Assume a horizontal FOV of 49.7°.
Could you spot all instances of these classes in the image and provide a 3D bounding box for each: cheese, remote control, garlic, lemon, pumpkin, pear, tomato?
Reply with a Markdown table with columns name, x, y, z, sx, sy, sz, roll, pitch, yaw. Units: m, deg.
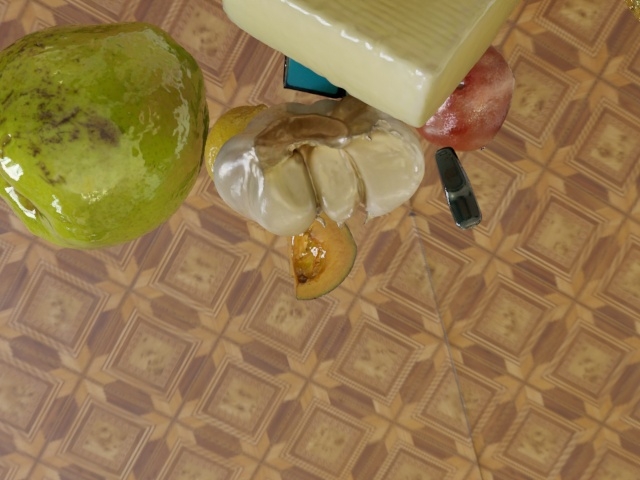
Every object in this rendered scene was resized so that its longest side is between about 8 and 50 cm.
| name | x | y | z | sx | sy | sz | roll | pitch | yaw |
| --- | --- | --- | --- | --- | --- | --- | --- | --- | --- |
| cheese | 0.066 | -0.281 | 0.735 | 0.266 | 0.124 | 0.242 | 34 | 78 | 16 |
| remote control | 0.344 | -0.135 | 1.751 | 0.072 | 0.042 | 0.221 | -22 | 76 | 16 |
| garlic | -0.007 | -0.105 | 0.971 | 0.281 | 0.184 | 0.203 | -19 | 134 | 1 |
| lemon | -0.178 | -0.210 | 1.625 | 0.188 | 0.188 | 0.256 | 22 | 128 | -8 |
| pumpkin | 0.000 | 0.000 | 1.582 | 0.149 | 0.130 | 0.253 | -2 | 97 | -7 |
| pear | -0.350 | -0.178 | 1.113 | 0.391 | 0.391 | 0.390 | -1 | 99 | -4 |
| tomato | 0.327 | -0.380 | 1.808 | 0.144 | 0.338 | 0.338 | -23 | 102 | -32 |

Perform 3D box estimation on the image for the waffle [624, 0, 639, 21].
| name | x | y | z | sx | sy | sz | roll | pitch | yaw |
| --- | --- | --- | --- | --- | --- | --- | --- | --- | --- |
| waffle | 0.559 | -0.294 | 1.070 | 0.060 | 0.281 | 0.262 | -34 | 72 | 28 |

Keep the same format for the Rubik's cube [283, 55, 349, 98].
| name | x | y | z | sx | sy | sz | roll | pitch | yaw |
| --- | --- | --- | --- | --- | --- | --- | --- | --- | --- |
| Rubik's cube | 0.052 | -0.312 | 0.967 | 0.167 | 0.183 | 0.180 | 14 | 135 | 4 |
